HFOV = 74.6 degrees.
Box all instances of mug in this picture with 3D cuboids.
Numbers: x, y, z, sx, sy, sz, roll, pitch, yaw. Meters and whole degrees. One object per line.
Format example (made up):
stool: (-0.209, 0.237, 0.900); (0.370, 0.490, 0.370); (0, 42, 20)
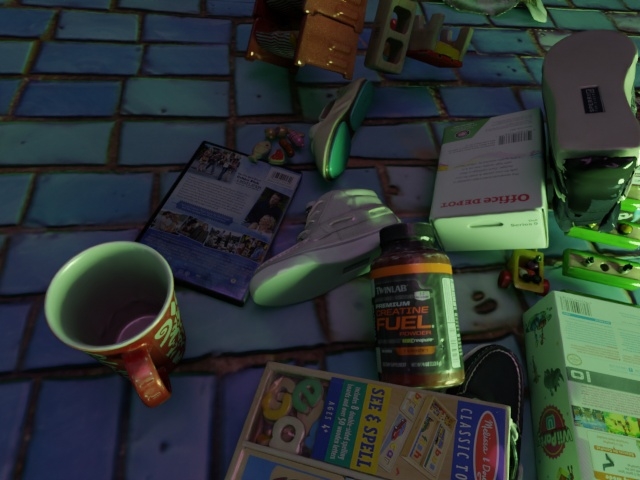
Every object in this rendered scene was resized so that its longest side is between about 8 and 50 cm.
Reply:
mug: (-0.207, 0.107, 0.455); (0.113, 0.169, 0.150); (2, 59, -8)

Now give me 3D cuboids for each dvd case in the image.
dvd case: (-0.152, -0.039, 0.642); (0.180, 0.022, 0.253); (18, 58, 4)

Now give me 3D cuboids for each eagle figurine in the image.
eagle figurine: (0.454, -0.682, 1.065); (0.298, 0.225, 0.226); (10, 7, 33)

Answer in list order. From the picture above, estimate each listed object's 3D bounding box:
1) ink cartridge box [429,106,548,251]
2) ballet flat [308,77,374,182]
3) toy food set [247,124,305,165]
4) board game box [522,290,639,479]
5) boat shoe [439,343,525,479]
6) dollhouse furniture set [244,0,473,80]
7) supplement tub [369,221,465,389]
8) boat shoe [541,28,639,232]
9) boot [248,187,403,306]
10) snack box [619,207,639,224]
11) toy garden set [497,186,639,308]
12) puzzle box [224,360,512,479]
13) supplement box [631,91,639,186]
ink cartridge box: (0.268, -0.093, 0.660); (0.154, 0.093, 0.212); (-4, 49, 31)
ballet flat: (0.026, -0.197, 0.743); (0.086, 0.086, 0.248); (22, 56, 6)
toy food set: (-0.068, -0.167, 0.720); (0.077, 0.019, 0.122); (18, 45, 2)
board game box: (0.383, 0.234, 0.509); (0.224, 0.097, 0.303); (12, 56, 0)
boat shoe: (0.178, 0.241, 0.475); (0.114, 0.091, 0.303); (27, 58, 8)
dollhouse furniture set: (0.076, -0.372, 0.798); (0.374, 0.152, 0.201); (1, 20, -34)
supplement tub: (0.116, 0.080, 0.529); (0.106, 0.106, 0.198); (-2, 77, -10)
boat shoe: (0.394, -0.167, 0.632); (0.127, 0.158, 0.341); (6, 52, 27)
boot: (0.000, 0.000, 0.610); (0.258, 0.095, 0.123); (-17, 56, -27)
snack box: (0.616, -0.102, 0.773); (0.321, 0.060, 0.187); (11, 59, -1)
toy garden set: (0.394, -0.003, 0.650); (0.203, 0.049, 0.244); (12, 72, 5)
puzzle box: (0.010, 0.324, 0.357); (0.272, 0.052, 0.409); (3, 54, 23)
supplement box: (0.502, -0.173, 0.692); (0.104, 0.081, 0.188); (5, 44, -5)
